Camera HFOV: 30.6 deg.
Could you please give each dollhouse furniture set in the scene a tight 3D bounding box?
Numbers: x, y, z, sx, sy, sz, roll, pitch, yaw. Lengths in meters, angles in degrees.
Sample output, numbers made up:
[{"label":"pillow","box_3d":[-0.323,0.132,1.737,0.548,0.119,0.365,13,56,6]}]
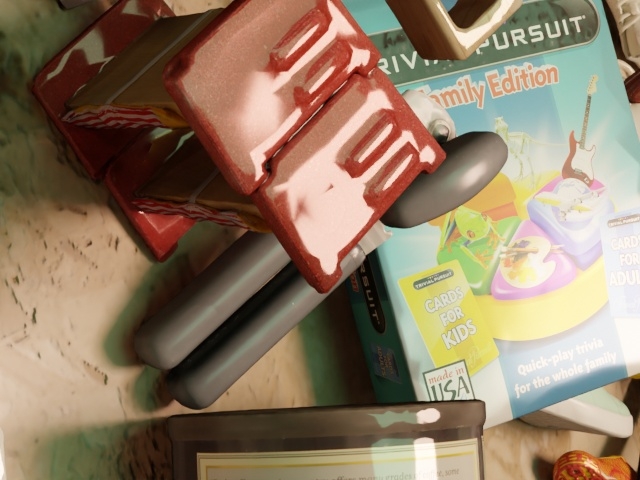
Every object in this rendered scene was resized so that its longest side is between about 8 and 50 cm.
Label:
[{"label":"dollhouse furniture set","box_3d":[0.024,-0.156,0.739,0.374,0.201,0.152,-47,118,-20]}]

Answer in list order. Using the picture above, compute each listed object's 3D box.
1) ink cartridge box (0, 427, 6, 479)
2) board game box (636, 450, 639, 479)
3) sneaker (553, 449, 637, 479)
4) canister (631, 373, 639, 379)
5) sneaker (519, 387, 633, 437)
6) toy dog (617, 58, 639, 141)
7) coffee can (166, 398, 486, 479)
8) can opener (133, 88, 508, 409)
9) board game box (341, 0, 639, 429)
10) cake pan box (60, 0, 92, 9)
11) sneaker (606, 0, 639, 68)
[{"label":"ink cartridge box","box_3d":[-0.250,0.200,0.505,0.353,0.119,0.207,-6,87,-48]},{"label":"board game box","box_3d":[0.413,0.159,1.177,0.042,0.165,0.243,59,32,-22]},{"label":"sneaker","box_3d":[0.271,0.235,1.132,0.175,0.064,0.067,40,39,-44]},{"label":"canister","box_3d":[0.375,0.062,1.221,0.073,0.126,0.170,57,48,-38]},{"label":"sneaker","box_3d":[0.210,0.087,1.050,0.256,0.094,0.151,27,70,-39]},{"label":"toy dog","box_3d":[0.329,-0.109,1.135,0.334,0.161,0.220,-17,76,-48]},{"label":"coffee can","box_3d":[0.010,0.241,0.724,0.201,0.201,0.275,6,78,-47]},{"label":"can opener","box_3d":[0.000,0.000,0.780,0.280,0.093,0.074,-40,109,-14]},{"label":"board game box","box_3d":[0.133,-0.037,0.918,0.254,0.079,0.336,-16,91,-23]},{"label":"cake pan box","box_3d":[-0.036,-0.269,0.741,0.070,0.246,0.267,57,45,-29]},{"label":"sneaker","box_3d":[0.354,-0.259,1.275,0.232,0.090,0.115,49,41,-29]}]
